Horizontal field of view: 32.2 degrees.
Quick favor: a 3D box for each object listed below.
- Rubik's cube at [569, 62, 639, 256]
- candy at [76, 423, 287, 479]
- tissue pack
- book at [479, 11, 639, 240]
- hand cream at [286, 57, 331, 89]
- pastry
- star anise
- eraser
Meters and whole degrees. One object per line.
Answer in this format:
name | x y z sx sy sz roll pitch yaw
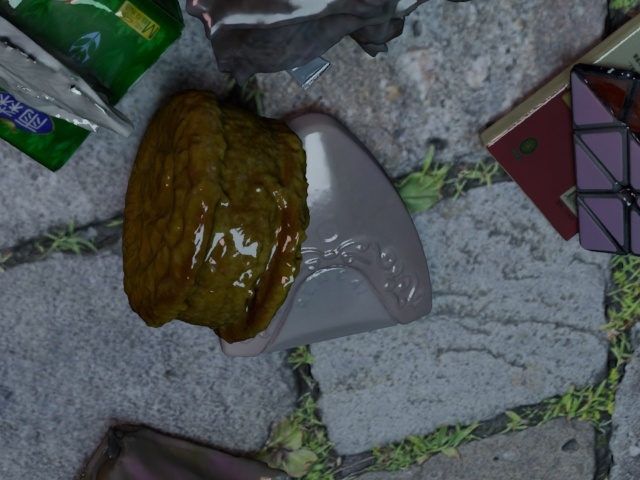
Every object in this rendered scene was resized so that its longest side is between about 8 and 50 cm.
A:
Rubik's cube | 0.262 -0.059 0.983 0.190 0.211 0.178 35 138 -3
candy | -0.155 0.290 1.088 0.195 0.137 0.185 24 116 -27
tissue pack | -0.214 -0.156 0.734 0.148 0.156 0.209 -41 127 18
book | 0.274 -0.113 0.985 0.232 0.022 0.162 -38 129 13
hand cream | -0.032 -0.155 0.875 0.030 0.019 0.093 -44 131 15
pastry | -0.086 -0.017 0.850 0.103 0.188 0.188 12 121 -25
star anise | 0.047 -0.217 0.754 0.316 0.139 0.359 -24 168 36
eraser | 0.000 0.001 0.966 0.204 0.059 0.243 -12 132 -7
